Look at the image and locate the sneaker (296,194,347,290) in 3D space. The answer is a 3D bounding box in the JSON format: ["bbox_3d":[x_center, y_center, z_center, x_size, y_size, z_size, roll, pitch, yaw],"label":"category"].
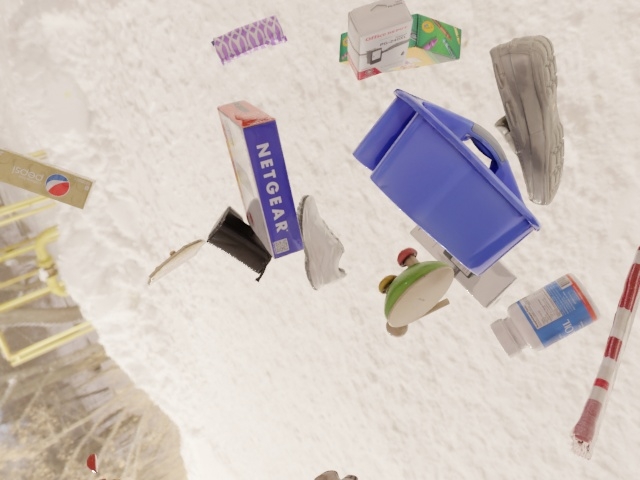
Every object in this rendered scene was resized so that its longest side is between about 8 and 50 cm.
[{"bbox_3d":[0.000,0.000,1.759,0.111,0.129,0.297,-122,19,-71],"label":"sneaker"}]

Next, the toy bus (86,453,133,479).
[{"bbox_3d":[-0.454,0.582,1.301,0.202,0.104,0.191,-121,27,-56],"label":"toy bus"}]

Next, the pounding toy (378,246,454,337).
[{"bbox_3d":[0.195,0.104,1.305,0.110,0.183,0.237,50,168,30],"label":"pounding toy"}]

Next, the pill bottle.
[{"bbox_3d":[0.512,0.180,1.341,0.124,0.221,0.124,53,-166,-19],"label":"pill bottle"}]

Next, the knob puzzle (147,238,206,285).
[{"bbox_3d":[-0.403,0.044,1.623,0.030,0.213,0.213,53,151,2],"label":"knob puzzle"}]

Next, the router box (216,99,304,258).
[{"bbox_3d":[-0.155,-0.164,1.467,0.301,0.082,0.335,-135,29,-61],"label":"router box"}]

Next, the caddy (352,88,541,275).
[{"bbox_3d":[0.217,-0.105,0.956,0.341,0.179,0.241,38,-165,-27],"label":"caddy"}]

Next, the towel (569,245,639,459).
[{"bbox_3d":[0.486,0.196,0.979,0.037,0.329,0.237,17,162,30],"label":"towel"}]

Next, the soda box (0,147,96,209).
[{"bbox_3d":[-0.546,-0.123,1.149,0.061,0.181,0.058,-68,16,5],"label":"soda box"}]

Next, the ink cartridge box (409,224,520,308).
[{"bbox_3d":[0.409,0.046,1.620,0.121,0.211,0.289,-47,72,13],"label":"ink cartridge box"}]

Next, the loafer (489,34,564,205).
[{"bbox_3d":[0.384,-0.215,1.082,0.111,0.112,0.319,3,118,37],"label":"loafer"}]

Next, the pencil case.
[{"bbox_3d":[-0.199,-0.555,1.624,0.088,0.206,0.086,66,-175,-59],"label":"pencil case"}]

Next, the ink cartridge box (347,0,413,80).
[{"bbox_3d":[0.114,-0.396,1.147,0.150,0.109,0.063,82,168,-73],"label":"ink cartridge box"}]

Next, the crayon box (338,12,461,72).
[{"bbox_3d":[0.200,-0.500,1.496,0.278,0.165,0.081,9,98,51],"label":"crayon box"}]

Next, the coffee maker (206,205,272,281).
[{"bbox_3d":[-0.220,0.003,1.644,0.178,0.120,0.171,32,-166,-16],"label":"coffee maker"}]

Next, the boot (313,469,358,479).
[{"bbox_3d":[0.015,0.476,1.102,0.118,0.087,0.042,-23,89,33],"label":"boot"}]
